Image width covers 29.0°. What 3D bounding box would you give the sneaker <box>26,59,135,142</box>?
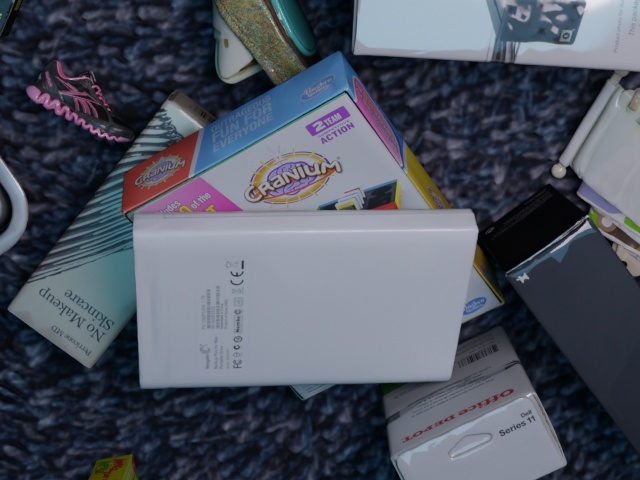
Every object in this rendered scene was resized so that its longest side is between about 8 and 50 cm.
[{"bbox_3d":[-0.237,-0.143,1.264,0.119,0.047,0.057,30,90,-7],"label":"sneaker"}]

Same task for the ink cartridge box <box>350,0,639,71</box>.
[{"bbox_3d":[0.181,-0.234,1.143,0.308,0.223,0.129,4,105,0],"label":"ink cartridge box"}]

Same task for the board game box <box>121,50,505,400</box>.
[{"bbox_3d":[0.000,0.000,1.194,0.242,0.064,0.316,-27,128,15],"label":"board game box"}]

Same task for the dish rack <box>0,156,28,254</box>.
[{"bbox_3d":[-0.482,-0.084,1.263,0.286,0.072,0.332,-32,100,7],"label":"dish rack"}]

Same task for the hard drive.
[{"bbox_3d":[-0.019,0.058,1.171,0.308,0.040,0.203,-1,131,-7],"label":"hard drive"}]

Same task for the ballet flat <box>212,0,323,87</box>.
[{"bbox_3d":[-0.035,-0.159,1.221,0.123,0.123,0.348,-33,103,8],"label":"ballet flat"}]

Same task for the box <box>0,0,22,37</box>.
[{"bbox_3d":[-0.365,-0.323,1.221,0.191,0.045,0.184,24,104,-6],"label":"box"}]

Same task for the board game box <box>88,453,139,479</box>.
[{"bbox_3d":[-0.211,0.336,1.345,0.043,0.092,0.181,-10,103,2],"label":"board game box"}]

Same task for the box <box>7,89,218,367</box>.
[{"bbox_3d":[-0.190,-0.013,1.264,0.113,0.094,0.275,36,100,-8],"label":"box"}]

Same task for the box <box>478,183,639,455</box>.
[{"bbox_3d":[0.282,0.086,1.236,0.103,0.184,0.261,-36,101,9],"label":"box"}]

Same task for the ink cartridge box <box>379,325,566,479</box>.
[{"bbox_3d":[0.147,0.182,1.246,0.153,0.208,0.086,-26,102,7],"label":"ink cartridge box"}]

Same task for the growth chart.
[{"bbox_3d":[0.334,-0.039,1.222,0.237,0.021,0.172,46,132,16],"label":"growth chart"}]
